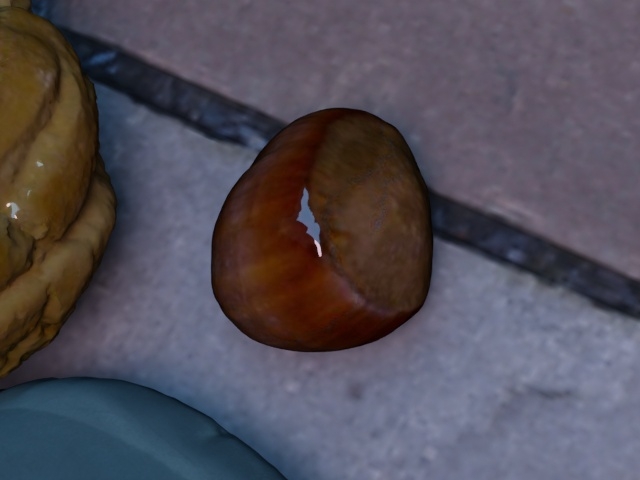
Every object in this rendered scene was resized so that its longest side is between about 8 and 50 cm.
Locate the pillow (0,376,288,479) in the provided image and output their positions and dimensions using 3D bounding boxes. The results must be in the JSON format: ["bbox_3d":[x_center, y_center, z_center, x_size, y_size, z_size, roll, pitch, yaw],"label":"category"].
[{"bbox_3d":[-0.081,0.153,0.572,0.233,0.086,0.214,30,80,23],"label":"pillow"}]

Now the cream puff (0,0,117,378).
[{"bbox_3d":[-0.161,-0.006,0.632,0.189,0.129,0.189,-8,50,9],"label":"cream puff"}]

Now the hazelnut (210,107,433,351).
[{"bbox_3d":[0.000,0.000,0.632,0.086,0.086,0.086,-4,65,9],"label":"hazelnut"}]
